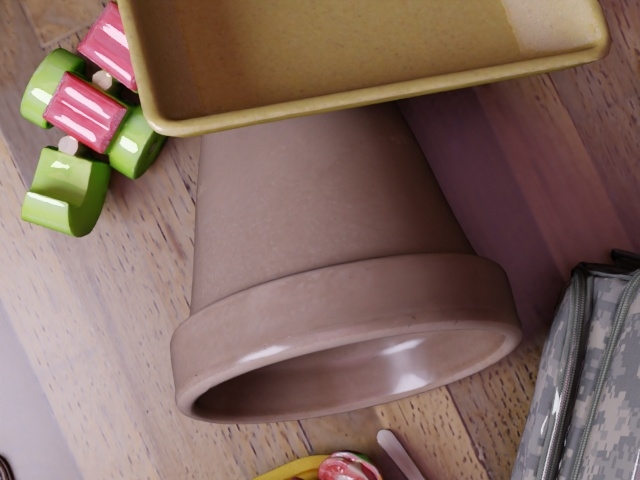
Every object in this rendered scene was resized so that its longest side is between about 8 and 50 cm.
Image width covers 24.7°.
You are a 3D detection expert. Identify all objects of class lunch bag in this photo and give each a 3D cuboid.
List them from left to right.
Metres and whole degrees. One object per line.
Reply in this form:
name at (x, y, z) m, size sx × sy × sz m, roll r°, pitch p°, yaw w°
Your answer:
lunch bag at (0.251, 0.168, 1.087) m, size 0.212 × 0.256 × 0.305 m, roll 13°, pitch 91°, yaw -19°

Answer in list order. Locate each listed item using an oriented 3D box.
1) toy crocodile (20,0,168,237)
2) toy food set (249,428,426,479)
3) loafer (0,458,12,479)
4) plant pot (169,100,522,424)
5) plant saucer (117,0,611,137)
toy crocodile at (-0.147, -0.162, 1.175) m, size 0.115 × 0.105 × 0.341 m, roll 31°, pitch 93°, yaw 3°
toy food set at (0.000, 0.227, 1.150) m, size 0.217 × 0.071 × 0.128 m, roll -23°, pitch 73°, yaw -15°
loafer at (-0.283, 0.244, 1.226) m, size 0.045 × 0.039 × 0.125 m, roll 4°, pitch 92°, yaw 5°
plant pot at (0.000, 0.000, 1.120) m, size 0.263 × 0.263 × 0.229 m, roll -14°, pitch 72°, yaw 4°
plant saucer at (0.004, -0.223, 1.082) m, size 0.332 × 0.081 × 0.333 m, roll -11°, pitch 64°, yaw -11°
